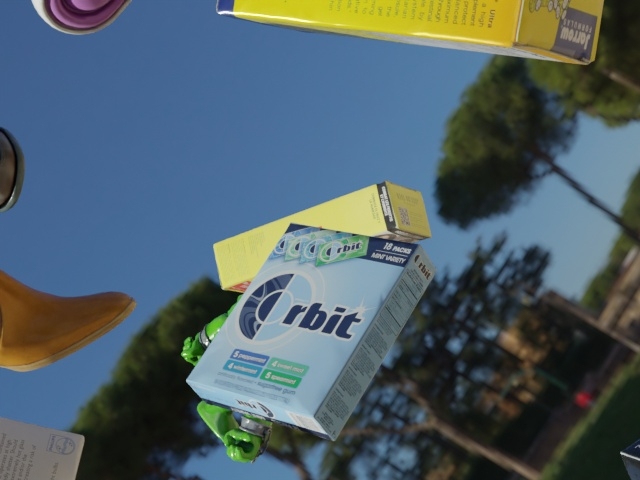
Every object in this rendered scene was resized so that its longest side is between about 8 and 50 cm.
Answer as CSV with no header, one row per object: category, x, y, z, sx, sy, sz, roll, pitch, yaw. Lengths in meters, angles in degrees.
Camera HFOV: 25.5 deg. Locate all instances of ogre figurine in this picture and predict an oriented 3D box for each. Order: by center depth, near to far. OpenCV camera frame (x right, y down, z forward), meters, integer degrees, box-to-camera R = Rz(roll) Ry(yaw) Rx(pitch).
ogre figurine,-0.081,0.132,1.475,0.118,0.097,0.197,-53,15,16

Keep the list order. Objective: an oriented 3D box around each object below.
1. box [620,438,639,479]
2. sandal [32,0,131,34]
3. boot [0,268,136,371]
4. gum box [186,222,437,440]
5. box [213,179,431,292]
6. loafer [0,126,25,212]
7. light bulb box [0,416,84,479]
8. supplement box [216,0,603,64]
box,0.375,0.178,1.200,0.180,0.077,0.147,-31,14,-18
sandal,-0.166,-0.376,1.513,0.169,0.102,0.416,4,-48,-42
boot,-0.380,0.051,1.609,0.295,0.211,0.104,-23,10,-5
gum box,-0.008,0.074,1.242,0.184,0.157,0.041,-56,-47,-24
box,0.000,0.000,1.577,0.232,0.058,0.087,-18,-16,27
loafer,-0.406,-0.093,1.554,0.084,0.267,0.096,8,-79,-34
light bulb box,-0.540,0.400,1.919,0.358,0.361,0.225,113,168,-48
supplement box,0.099,-0.303,1.467,0.194,0.357,0.195,-2,-78,-58
